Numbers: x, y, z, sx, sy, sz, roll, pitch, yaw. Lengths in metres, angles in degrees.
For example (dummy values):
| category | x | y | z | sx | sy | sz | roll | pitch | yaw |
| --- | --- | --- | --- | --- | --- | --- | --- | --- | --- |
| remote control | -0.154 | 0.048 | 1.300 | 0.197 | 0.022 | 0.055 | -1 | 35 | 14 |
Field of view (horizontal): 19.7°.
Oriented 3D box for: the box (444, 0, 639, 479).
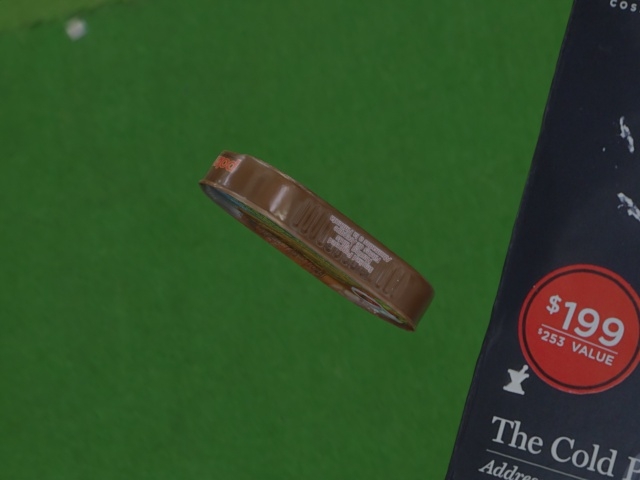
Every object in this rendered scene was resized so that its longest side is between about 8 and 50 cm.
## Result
| category | x | y | z | sx | sy | sz | roll | pitch | yaw |
| --- | --- | --- | --- | --- | --- | --- | --- | --- | --- |
| box | 0.279 | 0.031 | 1.007 | 0.343 | 0.179 | 0.313 | 15 | 90 | 15 |

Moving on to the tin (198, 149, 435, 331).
| category | x | y | z | sx | sy | sz | roll | pitch | yaw |
| --- | --- | --- | --- | --- | --- | --- | --- | --- | --- |
| tin | 0.000 | 0.000 | 1.275 | 0.040 | 0.189 | 0.106 | -55 | 26 | -4 |
